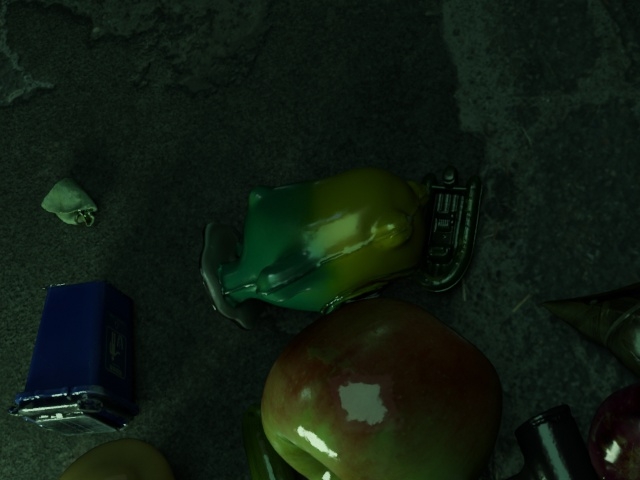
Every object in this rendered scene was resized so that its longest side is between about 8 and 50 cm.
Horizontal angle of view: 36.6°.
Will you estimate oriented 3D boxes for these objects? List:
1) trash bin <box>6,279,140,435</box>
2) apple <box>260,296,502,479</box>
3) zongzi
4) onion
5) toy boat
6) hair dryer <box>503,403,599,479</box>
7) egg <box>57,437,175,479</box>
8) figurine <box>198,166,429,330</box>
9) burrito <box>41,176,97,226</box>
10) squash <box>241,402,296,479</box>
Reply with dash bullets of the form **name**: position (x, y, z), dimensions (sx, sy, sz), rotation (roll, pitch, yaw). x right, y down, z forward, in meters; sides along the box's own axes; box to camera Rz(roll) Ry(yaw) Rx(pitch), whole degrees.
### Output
- **trash bin**: position (-0.403, 0.196, 1.613), dimensions (0.184, 0.162, 0.235), rotation (-8, 64, 16)
- **apple**: position (0.092, 0.228, 1.345), dimensions (0.319, 0.319, 0.277), rotation (30, 65, 25)
- **zongzi**: position (0.457, 0.075, 1.394), dimensions (0.204, 0.094, 0.205), rotation (35, 82, 34)
- **onion**: position (0.448, 0.273, 1.293), dimensions (0.177, 0.153, 0.177), rotation (0, 88, -2)
- **toy boat**: position (0.196, -0.016, 1.532), dimensions (0.104, 0.052, 0.210), rotation (7, 73, 19)
- **hair dryer**: position (0.274, 0.370, 1.366), dimensions (0.251, 0.089, 0.197), rotation (-28, 67, 18)
- **egg**: position (-0.314, 0.414, 1.472), dimensions (0.201, 0.201, 0.244), rotation (34, 107, 26)
- **figurine**: position (0.000, 0.000, 1.487), dimensions (0.340, 0.324, 0.231), rotation (-20, 105, 19)
- **burrito**: position (-0.455, -0.063, 1.778), dimensions (0.118, 0.044, 0.074), rotation (37, 89, 28)
- **squash**: position (-0.069, 0.367, 1.482), dimensions (0.066, 0.066, 0.252), rotation (-24, 66, 10)
